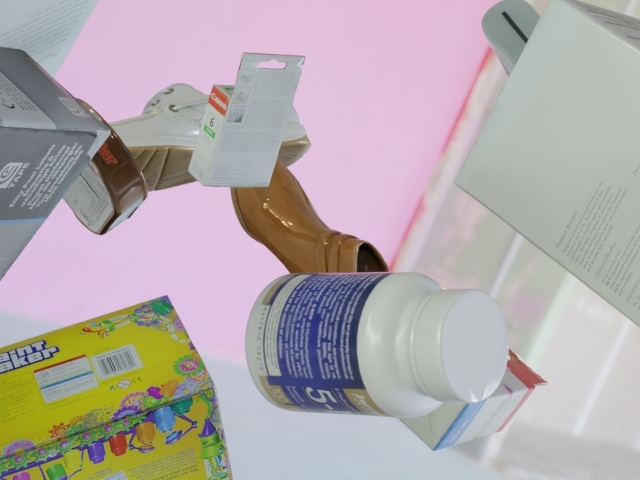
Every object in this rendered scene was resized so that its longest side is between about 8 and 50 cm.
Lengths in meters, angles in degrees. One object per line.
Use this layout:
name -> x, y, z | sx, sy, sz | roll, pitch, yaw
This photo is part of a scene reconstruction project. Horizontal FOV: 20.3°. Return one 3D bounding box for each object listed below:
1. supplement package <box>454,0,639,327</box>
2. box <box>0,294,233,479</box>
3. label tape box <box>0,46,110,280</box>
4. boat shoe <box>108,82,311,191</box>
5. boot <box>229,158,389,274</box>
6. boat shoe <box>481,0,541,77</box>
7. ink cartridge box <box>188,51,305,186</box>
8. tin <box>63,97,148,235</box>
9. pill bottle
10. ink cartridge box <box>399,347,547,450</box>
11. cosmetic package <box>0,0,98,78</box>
supplement package -> 0.303, -0.060, 1.576 | 0.198, 0.199, 0.262 | 5, 28, -48
box -> -0.255, 0.254, 1.931 | 0.290, 0.279, 0.177 | -17, 38, -14
label tape box -> -0.326, -0.018, 1.236 | 0.115, 0.249, 0.347 | 42, 14, 12
boat shoe -> -0.146, -0.114, 1.844 | 0.277, 0.096, 0.098 | -6, -22, -34
boot -> 0.000, 0.000, 1.648 | 0.197, 0.073, 0.152 | 59, -19, -15
boat shoe -> 0.308, -0.209, 2.368 | 0.094, 0.109, 0.302 | 51, 12, -45
ink cartridge box -> -0.057, -0.098, 1.392 | 0.063, 0.115, 0.029 | -1, 29, -37
tin -> -0.200, -0.060, 1.540 | 0.106, 0.040, 0.189 | 48, -18, -2
pill bottle -> 0.044, 0.079, 1.361 | 0.186, 0.112, 0.112 | -2, -15, 43
ink cartridge box -> 0.160, 0.165, 2.112 | 0.134, 0.078, 0.231 | 42, 21, 23
cosmetic package -> -0.454, -0.282, 1.832 | 0.327, 0.394, 0.329 | -32, 80, -37
